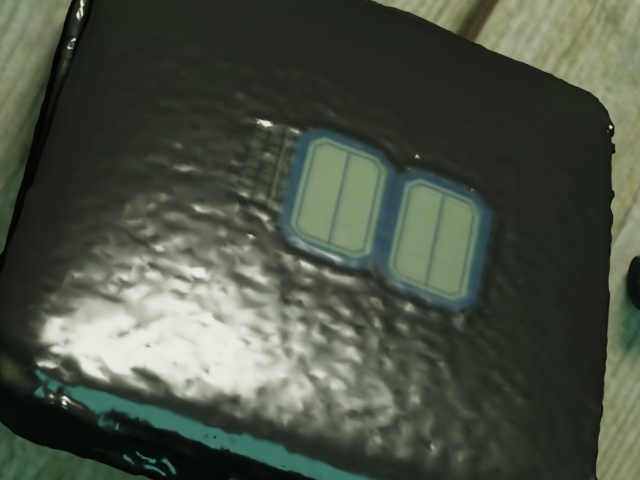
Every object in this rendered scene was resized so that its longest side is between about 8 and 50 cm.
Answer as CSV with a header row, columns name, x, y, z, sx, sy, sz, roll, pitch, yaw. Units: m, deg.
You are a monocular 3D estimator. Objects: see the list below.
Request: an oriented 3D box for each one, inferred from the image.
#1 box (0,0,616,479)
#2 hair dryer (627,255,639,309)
name,x,y,z,sx,sy,sz,roll,pitch,yaw
box,0.000,0.000,1.114,0.350,0.091,0.359,19,49,-11
hair dryer,0.238,0.065,1.294,0.063,0.037,0.114,-1,104,-14
